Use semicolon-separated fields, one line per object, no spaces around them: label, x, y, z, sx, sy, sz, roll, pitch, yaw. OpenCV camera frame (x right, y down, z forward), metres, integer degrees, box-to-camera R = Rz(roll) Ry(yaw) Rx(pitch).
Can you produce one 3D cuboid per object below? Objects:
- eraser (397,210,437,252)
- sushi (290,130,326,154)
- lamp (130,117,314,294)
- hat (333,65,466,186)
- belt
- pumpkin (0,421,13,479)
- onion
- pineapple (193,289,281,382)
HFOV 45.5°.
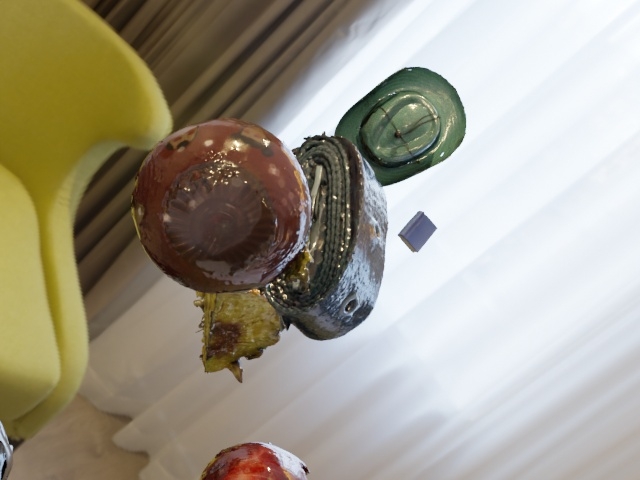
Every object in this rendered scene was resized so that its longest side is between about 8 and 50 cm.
eraser;0.231;-0.021;1.818;0.063;0.084;0.027;47;-20;-15
sushi;0.002;-0.100;1.022;0.084;0.083;0.056;56;35;-26
lamp;-0.086;-0.031;0.682;0.135;0.157;0.157;-104;-168;-73
hat;0.110;-0.150;1.031;0.138;0.191;0.078;55;5;-6
belt;0.013;0.002;0.841;0.128;0.122;0.218;49;43;-52
pumpkin;-0.581;0.301;1.036;0.296;0.296;0.296;41;21;-19
onion;-0.133;0.517;1.448;0.276;0.276;0.276;41;21;-19
pineapple;-0.140;0.115;1.359;0.161;0.334;0.158;-11;51;-17
